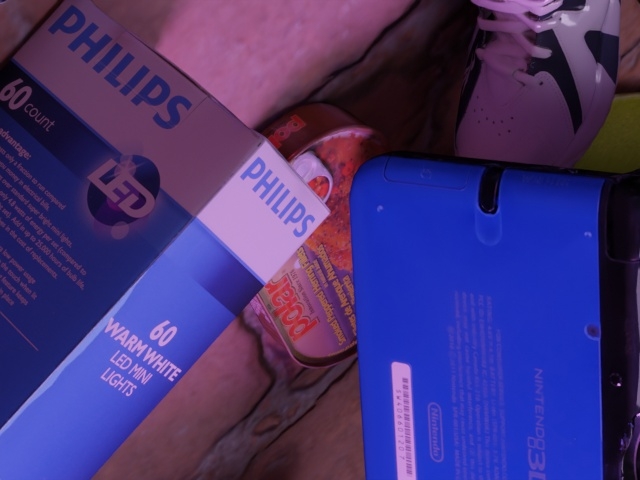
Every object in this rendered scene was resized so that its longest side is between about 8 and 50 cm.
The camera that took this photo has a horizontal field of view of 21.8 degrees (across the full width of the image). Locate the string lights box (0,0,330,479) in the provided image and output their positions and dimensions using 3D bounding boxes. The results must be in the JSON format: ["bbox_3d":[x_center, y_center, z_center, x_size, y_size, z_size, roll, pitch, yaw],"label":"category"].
[{"bbox_3d":[-0.136,0.035,0.699,0.260,0.133,0.077,-48,147,-3],"label":"string lights box"}]

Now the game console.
[{"bbox_3d":[0.168,0.087,0.894,0.173,0.250,0.293,-23,115,-50],"label":"game console"}]

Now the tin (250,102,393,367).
[{"bbox_3d":[0.000,0.000,0.921,0.106,0.040,0.190,-45,147,-15],"label":"tin"}]

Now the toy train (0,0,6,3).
[{"bbox_3d":[-0.134,-0.122,0.652,0.023,0.017,0.083,-34,145,-7],"label":"toy train"}]

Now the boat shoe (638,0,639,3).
[{"bbox_3d":[0.288,-0.254,0.940,0.307,0.111,0.104,-50,149,-1],"label":"boat shoe"}]

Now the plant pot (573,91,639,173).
[{"bbox_3d":[0.204,0.103,1.095,0.275,0.275,0.293,-13,146,-44],"label":"plant pot"}]

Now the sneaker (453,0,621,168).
[{"bbox_3d":[0.097,-0.131,0.852,0.153,0.094,0.235,1,122,-49],"label":"sneaker"}]
